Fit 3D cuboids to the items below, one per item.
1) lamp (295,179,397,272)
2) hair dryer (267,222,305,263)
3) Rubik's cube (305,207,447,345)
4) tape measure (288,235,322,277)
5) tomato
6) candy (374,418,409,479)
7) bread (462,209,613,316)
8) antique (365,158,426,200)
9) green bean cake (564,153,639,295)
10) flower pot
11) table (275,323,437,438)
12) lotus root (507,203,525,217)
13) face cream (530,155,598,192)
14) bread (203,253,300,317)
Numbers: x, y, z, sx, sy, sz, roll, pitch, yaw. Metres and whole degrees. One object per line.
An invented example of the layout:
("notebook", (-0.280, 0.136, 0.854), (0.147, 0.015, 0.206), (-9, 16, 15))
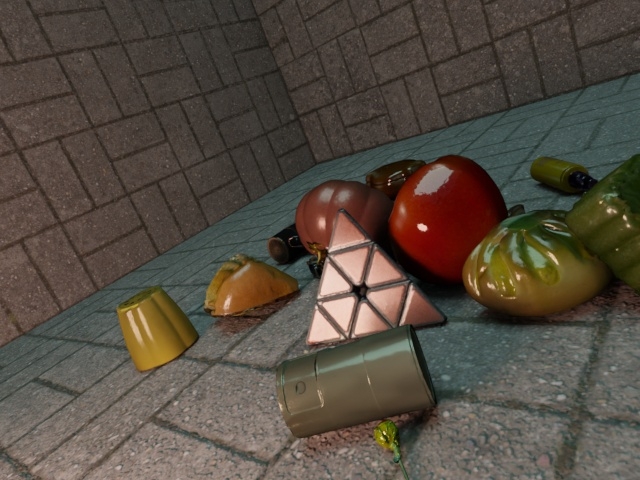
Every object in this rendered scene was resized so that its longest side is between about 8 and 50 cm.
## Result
("lamp", (0.074, -0.016, 1.217), (0.305, 0.305, 0.240), (-4, 56, 48))
("hair dryer", (0.000, 0.000, 1.620), (0.352, 0.107, 0.189), (1, 25, 38))
("Rubik's cube", (0.109, 0.104, 1.012), (0.228, 0.228, 0.233), (120, 158, -52))
("tape measure", (-0.019, 0.027, 1.396), (0.104, 0.180, 0.107), (-43, 21, -10))
("tomato", (0.292, -0.033, 1.020), (0.298, 0.299, 0.226), (-32, 52, -31))
("candy", (0.102, 0.292, 0.622), (0.035, 0.035, 0.123), (-12, 25, -7))
("bread", (0.397, 0.040, 0.809), (0.260, 0.158, 0.156), (-26, 19, -5))
("antique", (0.312, -0.248, 1.903), (0.278, 0.129, 0.223), (-4, 24, 48))
("green bean cake", (0.519, -0.021, 0.722), (0.200, 0.214, 0.113), (-33, -18, -32))
("flower pot", (-0.469, 0.235, 1.298), (0.195, 0.179, 0.195), (-23, 14, 6))
("table", (0.057, 0.221, 0.725), (0.219, 0.126, 0.126), (-20, 16, 13))
("lotus root", (0.505, -0.068, 1.221), (0.083, 0.037, 0.030), (-34, 15, -34))
("face cream", (0.673, -0.177, 1.273), (0.078, 0.078, 0.273), (-21, 16, 5))
("bread", (-0.204, 0.126, 1.322), (0.262, 0.163, 0.204), (-20, 16, -26))
